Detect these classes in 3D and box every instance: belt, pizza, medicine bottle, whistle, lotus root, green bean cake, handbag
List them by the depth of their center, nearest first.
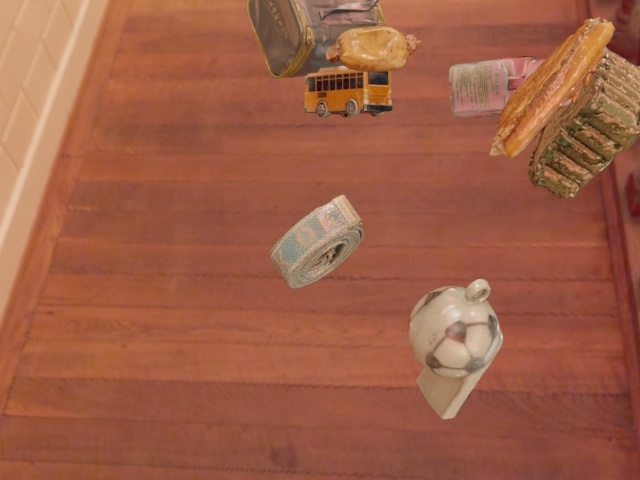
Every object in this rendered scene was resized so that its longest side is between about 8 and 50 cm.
[{"bbox_3d":[0.246,-0.158,0.928,0.052,0.195,0.185,40,95,-2],"label":"pizza"},{"bbox_3d":[0.082,-0.277,1.204,0.152,0.063,0.072,-12,43,-24],"label":"lotus root"},{"bbox_3d":[0.207,0.177,1.385,0.163,0.289,0.163,17,31,-11],"label":"whistle"},{"bbox_3d":[0.322,-0.258,1.406,0.188,0.094,0.119,2,7,41],"label":"medicine bottle"},{"bbox_3d":[-0.007,0.005,1.432,0.163,0.147,0.082,-31,70,-3],"label":"belt"},{"bbox_3d":[0.530,-0.230,1.678,0.132,0.255,0.241,28,42,-6],"label":"green bean cake"},{"bbox_3d":[-0.007,-0.494,1.884,0.241,0.222,0.263,-8,71,-32],"label":"handbag"}]

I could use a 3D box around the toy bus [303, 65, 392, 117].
[{"bbox_3d":[0.052,-0.301,1.691,0.091,0.103,0.182,-8,10,-43],"label":"toy bus"}]
